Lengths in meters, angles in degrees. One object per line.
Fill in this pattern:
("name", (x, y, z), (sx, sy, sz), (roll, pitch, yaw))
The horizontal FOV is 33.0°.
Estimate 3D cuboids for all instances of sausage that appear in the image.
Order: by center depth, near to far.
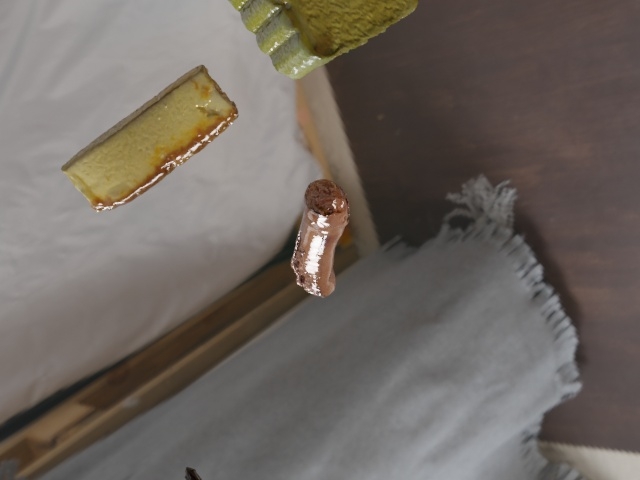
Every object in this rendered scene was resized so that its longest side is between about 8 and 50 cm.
("sausage", (0.000, 0.001, 1.621), (0.078, 0.078, 0.304), (41, 155, 16))

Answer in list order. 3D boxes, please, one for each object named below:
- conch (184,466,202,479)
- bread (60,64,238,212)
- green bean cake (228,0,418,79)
("conch", (-0.136, 0.399, 1.204), (0.186, 0.313, 0.241), (-4, 110, 63))
("bread", (-0.264, -0.159, 1.709), (0.114, 0.274, 0.185), (56, -178, -12))
("green bean cake", (-0.011, -0.362, 1.486), (0.233, 0.236, 0.124), (59, 150, -6))
